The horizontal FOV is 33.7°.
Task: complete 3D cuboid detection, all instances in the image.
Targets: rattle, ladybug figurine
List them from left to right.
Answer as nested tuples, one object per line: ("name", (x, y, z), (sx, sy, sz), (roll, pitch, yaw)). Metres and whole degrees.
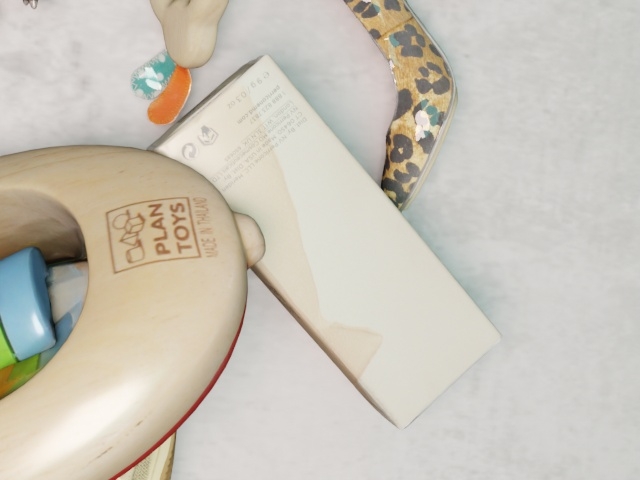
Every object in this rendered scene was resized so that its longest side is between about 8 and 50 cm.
("ladybug figurine", (-0.246, 0.089, 0.788), (0.450, 0.305, 0.162), (-19, 143, 4))
("rattle", (-0.083, -0.205, 0.914), (0.143, 0.130, 0.199), (-18, 115, -48))

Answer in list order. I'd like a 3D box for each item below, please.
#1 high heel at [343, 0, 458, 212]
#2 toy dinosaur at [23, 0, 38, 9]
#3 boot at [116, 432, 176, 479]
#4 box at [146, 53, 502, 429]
("high heel", (0.035, -0.162, 0.947), (0.186, 0.093, 0.261), (16, 95, 0))
("toy dinosaur", (-0.302, -0.253, 0.809), (0.160, 0.121, 0.313), (12, 84, -50))
("boot", (-0.228, 0.164, 0.900), (0.204, 0.095, 0.261), (7, 96, -12))
("box", (0.000, 0.000, 0.911), (0.121, 0.148, 0.311), (-42, 101, -6))
